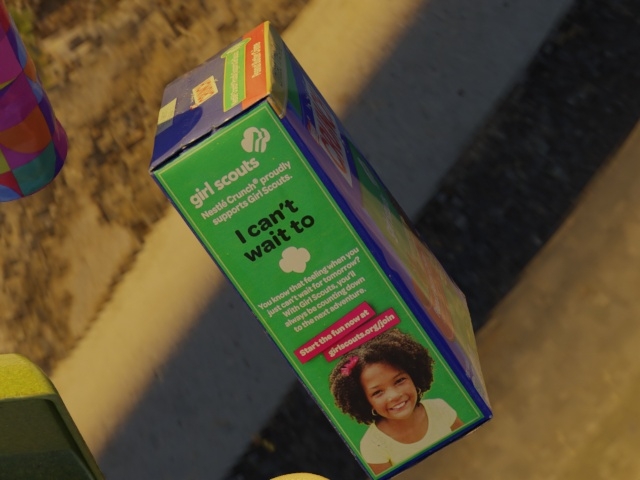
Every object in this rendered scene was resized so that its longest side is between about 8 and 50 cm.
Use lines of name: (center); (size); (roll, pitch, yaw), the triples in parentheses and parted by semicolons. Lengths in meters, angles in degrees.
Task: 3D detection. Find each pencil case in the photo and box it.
pencil case: (-0.268, -0.129, 1.437); (0.104, 0.104, 0.236); (-27, 141, -6)

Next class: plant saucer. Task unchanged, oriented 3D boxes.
plant saucer: (-0.240, 0.124, 1.225); (0.188, 0.045, 0.188); (-6, 152, 3)

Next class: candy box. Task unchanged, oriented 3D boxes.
candy box: (0.000, 0.000, 1.559); (0.122, 0.268, 0.317); (-34, 107, 10)

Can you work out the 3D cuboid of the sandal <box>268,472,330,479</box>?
sandal: (-0.016, 0.182, 1.153); (0.079, 0.240, 0.088); (25, 80, -36)
